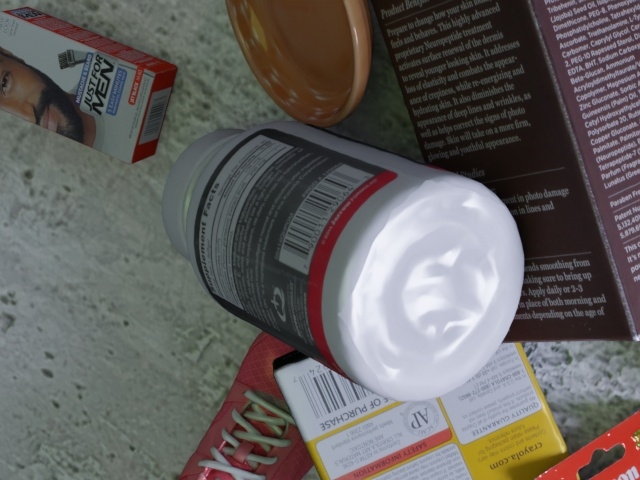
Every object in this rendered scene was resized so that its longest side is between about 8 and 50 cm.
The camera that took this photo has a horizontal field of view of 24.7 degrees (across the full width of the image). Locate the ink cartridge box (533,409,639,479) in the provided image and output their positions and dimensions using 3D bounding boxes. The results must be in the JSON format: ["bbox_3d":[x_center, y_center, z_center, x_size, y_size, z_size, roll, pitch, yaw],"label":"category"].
[{"bbox_3d":[0.276,0.249,1.231,0.045,0.145,0.179,-11,105,64],"label":"ink cartridge box"}]

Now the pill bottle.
[{"bbox_3d":[0.000,0.000,1.186,0.318,0.176,0.176,24,115,53],"label":"pill bottle"}]

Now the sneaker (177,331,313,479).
[{"bbox_3d":[-0.064,0.210,1.344,0.116,0.136,0.314,29,110,11],"label":"sneaker"}]

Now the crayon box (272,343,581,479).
[{"bbox_3d":[0.114,0.212,1.270,0.203,0.083,0.323,-24,93,-1],"label":"crayon box"}]

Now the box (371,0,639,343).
[{"bbox_3d":[0.172,-0.117,1.141,0.191,0.143,0.382,-7,105,59],"label":"box"}]

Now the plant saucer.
[{"bbox_3d":[-0.016,-0.194,1.236,0.200,0.037,0.200,42,145,38],"label":"plant saucer"}]

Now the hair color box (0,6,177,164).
[{"bbox_3d":[-0.227,-0.146,1.365,0.167,0.053,0.093,23,110,15],"label":"hair color box"}]
